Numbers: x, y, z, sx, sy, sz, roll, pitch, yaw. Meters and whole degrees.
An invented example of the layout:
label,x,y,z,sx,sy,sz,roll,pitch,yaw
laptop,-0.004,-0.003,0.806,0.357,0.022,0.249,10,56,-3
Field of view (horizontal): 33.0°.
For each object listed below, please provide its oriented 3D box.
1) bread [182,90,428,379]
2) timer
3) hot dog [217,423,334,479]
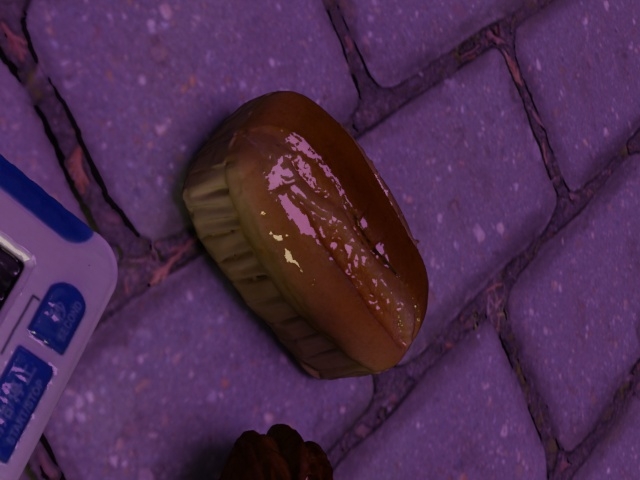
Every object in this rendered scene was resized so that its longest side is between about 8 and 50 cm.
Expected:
label,x,y,z,sx,sy,sz,roll,pitch,yaw
bread,0.000,0.000,0.844,0.236,0.106,0.140,55,46,-25
timer,-0.235,0.064,0.604,0.178,0.078,0.253,44,52,-30
hot dog,-0.046,0.258,0.720,0.196,0.122,0.272,86,25,-49
